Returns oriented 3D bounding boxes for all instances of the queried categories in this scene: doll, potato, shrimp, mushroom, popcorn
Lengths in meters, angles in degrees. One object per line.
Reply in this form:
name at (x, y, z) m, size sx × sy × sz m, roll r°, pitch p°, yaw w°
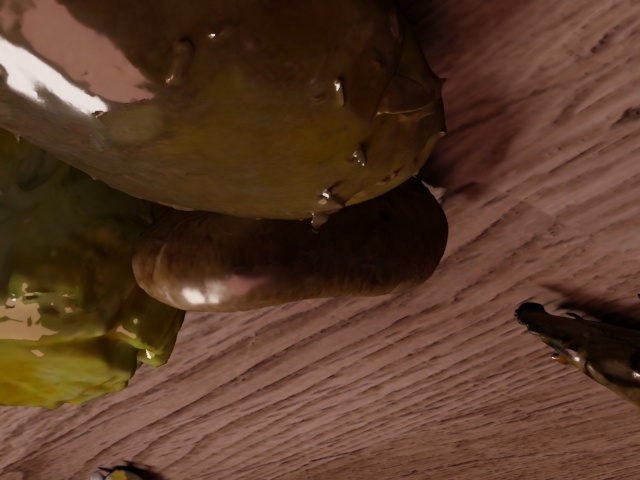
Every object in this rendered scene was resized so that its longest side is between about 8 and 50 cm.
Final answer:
doll at (-0.244, 0.323, 1.361) m, size 0.099 × 0.057 × 0.143 m, roll 29°, pitch 152°, yaw 8°
potato at (-0.071, -0.092, 0.503) m, size 0.296 × 0.141 × 0.192 m, roll 20°, pitch 152°, yaw -24°
shrimp at (0.272, 0.088, 0.806) m, size 0.254 × 0.059 × 0.145 m, roll 26°, pitch 144°, yaw -28°
mushroom at (0.001, -0.002, 0.627) m, size 0.210 × 0.094 × 0.072 m, roll -6°, pitch 118°, yaw -26°
popcorn at (-0.191, 0.015, 0.685) m, size 0.221 × 0.183 × 0.204 m, roll 17°, pitch 155°, yaw -17°
